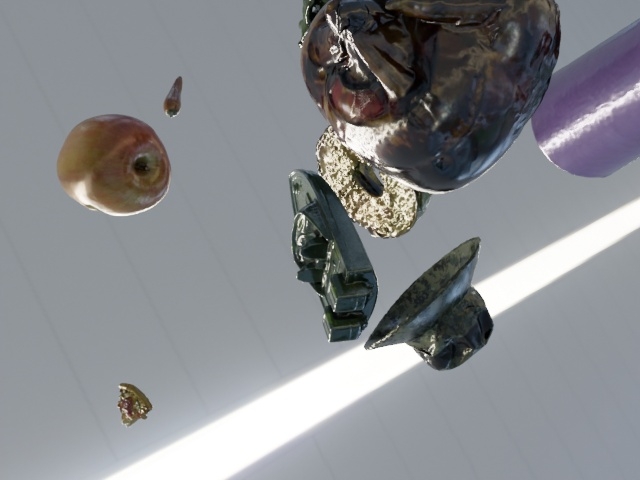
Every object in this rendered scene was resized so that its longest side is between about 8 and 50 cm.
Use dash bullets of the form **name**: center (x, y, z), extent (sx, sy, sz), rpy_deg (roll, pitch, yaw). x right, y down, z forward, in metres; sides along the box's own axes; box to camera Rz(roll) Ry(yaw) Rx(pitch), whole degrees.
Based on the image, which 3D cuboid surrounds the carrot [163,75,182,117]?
- **carrot**: center (-0.286, -0.280, 1.546), extent (0.035, 0.035, 0.142), rpy_deg (32, -149, -25)

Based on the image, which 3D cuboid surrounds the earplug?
- **earplug**: center (0.525, -0.253, 1.241), extent (0.215, 0.456, 0.215), rpy_deg (2, -100, -11)

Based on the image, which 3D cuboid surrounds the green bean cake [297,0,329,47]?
- **green bean cake**: center (0.143, -0.359, 1.356), extent (0.319, 0.335, 0.218), rpy_deg (43, -114, 14)

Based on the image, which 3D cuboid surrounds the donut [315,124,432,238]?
- **donut**: center (0.121, -0.138, 1.628), extent (0.107, 0.272, 0.272), rpy_deg (-35, -92, -34)

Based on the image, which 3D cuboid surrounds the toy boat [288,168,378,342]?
- **toy boat**: center (0.000, 0.000, 1.170), extent (0.092, 0.141, 0.319), rpy_deg (-6, -136, -16)

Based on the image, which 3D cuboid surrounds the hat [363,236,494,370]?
- **hat**: center (0.191, 0.122, 1.220), extent (0.128, 0.265, 0.265), rpy_deg (48, -141, -2)

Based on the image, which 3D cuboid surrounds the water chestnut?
- **water chestnut**: center (0.114, -0.200, 0.862), extent (0.289, 0.289, 0.244), rpy_deg (-75, -28, -45)

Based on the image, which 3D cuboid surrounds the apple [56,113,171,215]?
- **apple**: center (-0.363, -0.128, 1.372), extent (0.199, 0.199, 0.199), rpy_deg (26, -134, -30)

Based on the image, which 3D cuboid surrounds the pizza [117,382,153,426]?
- **pizza**: center (-0.323, 0.287, 1.344), extent (0.083, 0.078, 0.025), rpy_deg (26, -166, 30)
